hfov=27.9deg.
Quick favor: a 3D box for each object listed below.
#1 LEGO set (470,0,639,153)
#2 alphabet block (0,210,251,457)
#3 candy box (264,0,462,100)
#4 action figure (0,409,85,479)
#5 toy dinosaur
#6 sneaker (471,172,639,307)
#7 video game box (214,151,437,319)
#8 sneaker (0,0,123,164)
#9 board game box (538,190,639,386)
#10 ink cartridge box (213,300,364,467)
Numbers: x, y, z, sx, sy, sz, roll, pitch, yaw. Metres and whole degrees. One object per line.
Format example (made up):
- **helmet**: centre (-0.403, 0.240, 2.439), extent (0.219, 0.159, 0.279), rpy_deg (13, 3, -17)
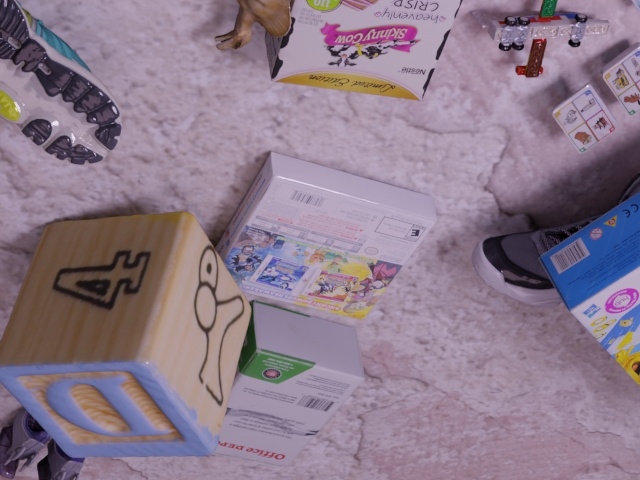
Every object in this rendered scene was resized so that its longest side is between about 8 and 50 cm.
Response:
- **LEGO set**: centre (0.275, -0.219, 1.292), extent (0.182, 0.060, 0.244), rpy_deg (-37, 132, 12)
- **alphabet block**: centre (-0.209, 0.105, 1.402), extent (0.193, 0.197, 0.192), rpy_deg (-3, 140, 20)
- **candy box**: centre (0.052, -0.246, 1.192), extent (0.159, 0.071, 0.233), rpy_deg (5, 136, -15)
- **action figure**: centre (-0.290, 0.215, 1.614), extent (0.185, 0.099, 0.285), rpy_deg (29, 123, -27)
- **toy dinosaur**: centre (-0.049, -0.231, 1.170), extent (0.053, 0.093, 0.183), rpy_deg (-30, -175, -30)
- **sneaker**: centre (0.312, -0.006, 1.472), extent (0.268, 0.101, 0.153), rpy_deg (4, 135, -21)
- **video game box**: centre (0.000, 0.000, 1.464), extent (0.205, 0.048, 0.187), rpy_deg (15, 131, -22)
- **sneaker**: centre (-0.295, -0.178, 1.189), extent (0.107, 0.110, 0.275), rpy_deg (-40, 113, 8)
- **board game box**: centre (0.445, 0.033, 1.417), extent (0.308, 0.086, 0.302), rpy_deg (-35, 135, 15)
- **ink cartridge box**: centre (-0.063, 0.186, 1.622), extent (0.153, 0.087, 0.208), rpy_deg (17, 131, -25)
